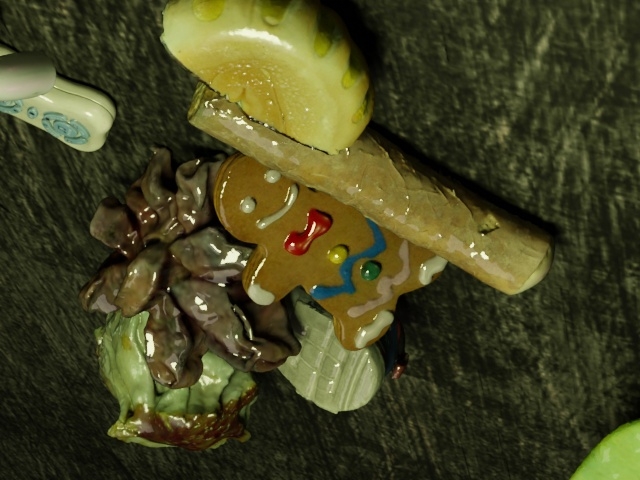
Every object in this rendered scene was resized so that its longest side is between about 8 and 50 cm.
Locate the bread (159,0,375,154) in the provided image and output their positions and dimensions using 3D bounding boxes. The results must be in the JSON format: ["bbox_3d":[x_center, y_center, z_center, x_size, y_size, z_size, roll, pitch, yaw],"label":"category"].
[{"bbox_3d":[-0.027,-0.130,1.265,0.157,0.083,0.094,24,152,-8],"label":"bread"}]

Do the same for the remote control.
[{"bbox_3d":[-0.223,-0.112,1.519,0.122,0.032,0.074,26,155,-5],"label":"remote control"}]

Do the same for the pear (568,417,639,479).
[{"bbox_3d":[0.335,0.211,1.594,0.288,0.139,0.239,9,137,35],"label":"pear"}]

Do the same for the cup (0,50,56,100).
[{"bbox_3d":[-0.324,-0.140,1.368,0.300,0.167,0.173,12,-165,22],"label":"cup"}]

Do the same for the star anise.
[{"bbox_3d":[-0.109,0.034,1.553,0.214,0.099,0.220,40,127,24],"label":"star anise"}]

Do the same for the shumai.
[{"bbox_3d":[-0.149,0.145,1.837,0.184,0.142,0.184,17,151,10],"label":"shumai"}]

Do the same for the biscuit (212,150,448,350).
[{"bbox_3d":[0.000,0.000,1.455,0.205,0.138,0.031,39,-170,-31],"label":"biscuit"}]

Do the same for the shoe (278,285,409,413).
[{"bbox_3d":[-0.009,0.052,1.622,0.227,0.125,0.099,36,127,30],"label":"shoe"}]

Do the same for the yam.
[{"bbox_3d":[0.040,-0.047,1.398,0.300,0.066,0.066,28,154,-15],"label":"yam"}]
